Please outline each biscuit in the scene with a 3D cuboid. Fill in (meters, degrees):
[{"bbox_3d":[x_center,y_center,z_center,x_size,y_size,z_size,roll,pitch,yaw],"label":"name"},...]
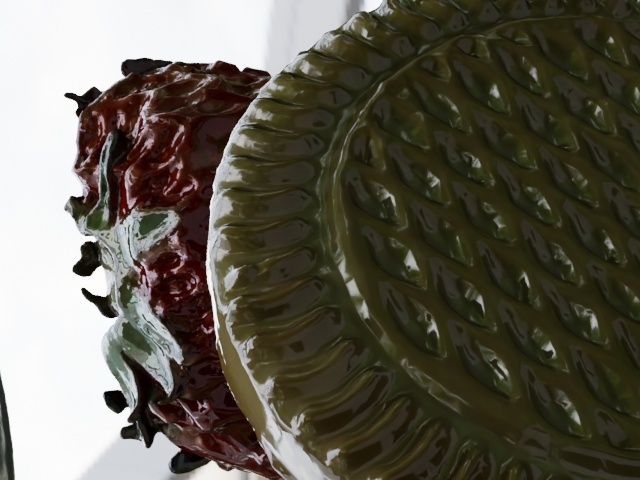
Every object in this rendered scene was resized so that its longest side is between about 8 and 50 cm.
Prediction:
[{"bbox_3d":[0.093,0.023,0.556,0.079,0.259,0.259,101,-171,-47],"label":"biscuit"}]

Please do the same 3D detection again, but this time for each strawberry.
[{"bbox_3d":[-0.005,0.017,1.129,0.280,0.150,0.253,7,-99,-37],"label":"strawberry"}]

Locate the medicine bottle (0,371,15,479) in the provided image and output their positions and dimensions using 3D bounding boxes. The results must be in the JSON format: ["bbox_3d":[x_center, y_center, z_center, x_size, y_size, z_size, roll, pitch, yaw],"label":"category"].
[{"bbox_3d":[-0.316,0.095,0.877,0.245,0.306,0.245,-14,-90,-87],"label":"medicine bottle"}]
